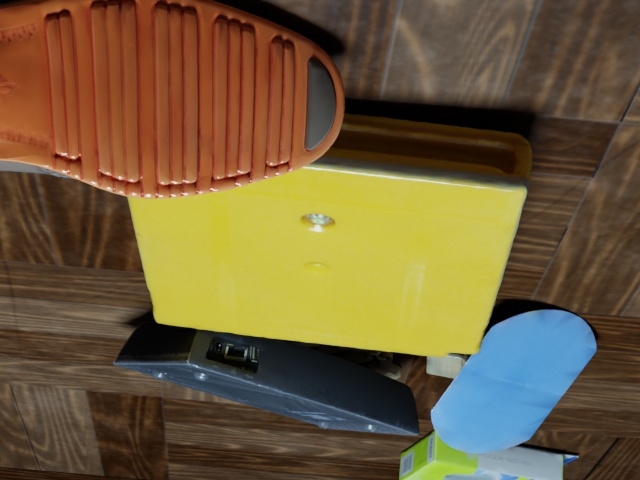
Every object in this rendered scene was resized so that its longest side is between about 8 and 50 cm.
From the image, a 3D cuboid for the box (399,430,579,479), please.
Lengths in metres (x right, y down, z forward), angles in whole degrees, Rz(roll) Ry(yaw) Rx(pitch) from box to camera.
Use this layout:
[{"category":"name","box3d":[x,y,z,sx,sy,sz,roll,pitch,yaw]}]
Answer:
[{"category":"box","box3d":[0.191,0.261,1.709,0.178,0.042,0.109,12,154,-15]}]

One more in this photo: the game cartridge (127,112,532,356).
[{"category":"game cartridge","box3d":[0.000,0.000,1.156,0.285,0.053,0.324,7,156,2]}]

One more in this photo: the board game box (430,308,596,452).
[{"category":"board game box","box3d":[0.168,0.120,1.368,0.133,0.033,0.169,17,116,-36]}]

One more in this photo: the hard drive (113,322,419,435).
[{"category":"hard drive","box3d":[-0.046,0.129,1.408,0.254,0.054,0.172,20,166,-30]}]

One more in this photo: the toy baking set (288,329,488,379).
[{"category":"toy baking set","box3d":[0.059,0.096,1.390,0.196,0.030,0.256,-9,152,27]}]

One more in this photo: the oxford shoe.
[{"category":"oxford shoe","box3d":[-0.168,-0.100,0.952,0.363,0.130,0.133,3,-172,-13]}]
